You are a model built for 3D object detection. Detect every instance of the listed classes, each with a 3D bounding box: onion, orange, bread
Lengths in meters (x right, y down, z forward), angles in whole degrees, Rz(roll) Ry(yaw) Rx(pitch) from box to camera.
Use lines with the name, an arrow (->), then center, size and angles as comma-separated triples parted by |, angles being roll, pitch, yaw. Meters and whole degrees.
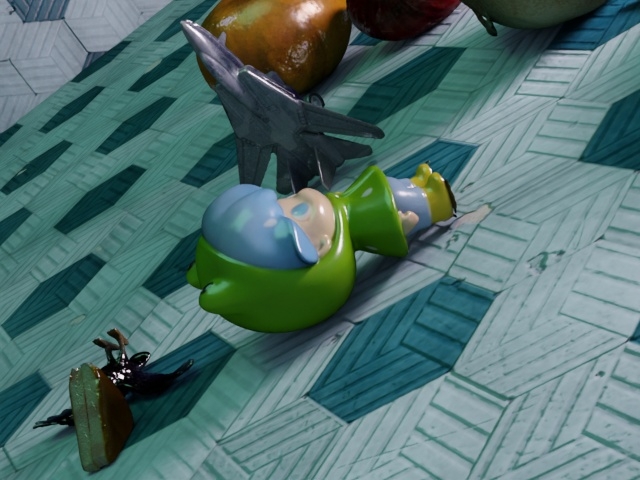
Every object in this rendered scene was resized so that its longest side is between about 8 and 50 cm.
onion -> 0.124, -0.334, 2.044 | 0.206, 0.098, 0.151 | -28, -6, 42
orange -> -0.064, -0.294, 2.178 | 0.240, 0.171, 0.240 | -28, 19, 10
bread -> -0.216, 0.178, 1.490 | 0.043, 0.109, 0.062 | -23, -21, 24

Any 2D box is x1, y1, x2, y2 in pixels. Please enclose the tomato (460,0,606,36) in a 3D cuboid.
tomato -> 0.244, -0.372, 1.722 | 0.303, 0.239, 0.303 | -22, 16, 6

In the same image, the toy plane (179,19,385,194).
toy plane -> -0.071, -0.166, 1.730 | 0.212, 0.267, 0.088 | -25, 27, 32

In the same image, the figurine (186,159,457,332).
figurine -> 0.000, 0.000, 1.426 | 0.263, 0.143, 0.162 | -21, 24, -8

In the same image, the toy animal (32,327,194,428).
toy animal -> -0.215, 0.148, 1.571 | 0.220, 0.062, 0.108 | -25, 39, 27
